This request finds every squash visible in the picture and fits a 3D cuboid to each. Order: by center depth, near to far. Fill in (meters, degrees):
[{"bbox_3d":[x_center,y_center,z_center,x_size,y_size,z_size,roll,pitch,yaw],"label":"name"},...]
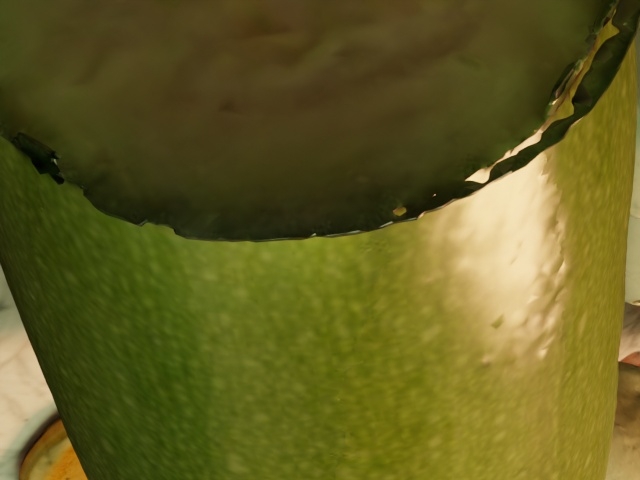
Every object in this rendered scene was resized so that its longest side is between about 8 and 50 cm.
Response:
[{"bbox_3d":[0.000,0.000,0.742,0.263,0.263,0.384,-22,146,-9],"label":"squash"}]

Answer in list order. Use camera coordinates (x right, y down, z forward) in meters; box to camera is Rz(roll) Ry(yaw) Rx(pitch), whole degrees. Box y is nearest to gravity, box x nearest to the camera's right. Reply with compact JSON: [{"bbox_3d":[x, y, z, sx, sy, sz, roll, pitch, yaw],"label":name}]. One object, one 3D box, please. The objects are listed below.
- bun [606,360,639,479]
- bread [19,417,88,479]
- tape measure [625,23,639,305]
[{"bbox_3d":[0.168,0.150,1.137,0.133,0.231,0.231,-56,158,-28],"label":"bun"},{"bbox_3d":[-0.122,0.125,1.029,0.110,0.024,0.110,-18,144,-14],"label":"bread"},{"bbox_3d":[0.241,-0.077,0.927,0.243,0.125,0.246,-25,146,-5],"label":"tape measure"}]
